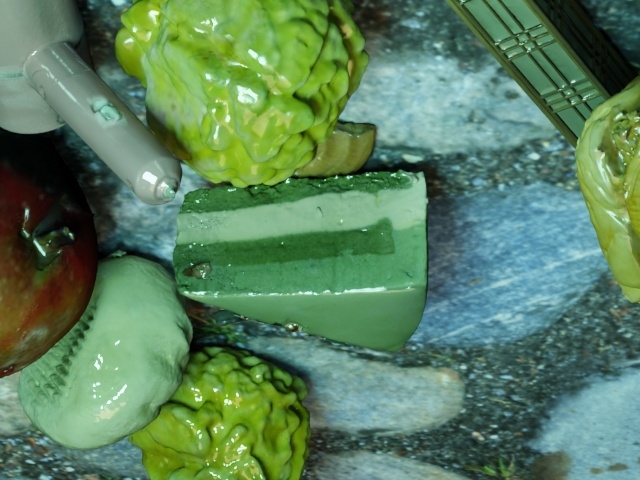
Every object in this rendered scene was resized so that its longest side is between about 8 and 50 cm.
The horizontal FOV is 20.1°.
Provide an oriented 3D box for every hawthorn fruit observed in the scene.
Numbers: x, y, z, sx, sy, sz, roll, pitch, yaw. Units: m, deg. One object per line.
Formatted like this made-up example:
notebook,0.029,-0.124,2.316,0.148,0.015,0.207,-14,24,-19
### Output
hawthorn fruit,-0.389,0.005,2.006,0.316,0.316,0.316,4,142,3

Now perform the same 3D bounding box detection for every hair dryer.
hair dryer,-0.237,-0.159,1.761,0.125,0.352,0.210,-33,144,-20

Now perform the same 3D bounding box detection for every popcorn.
popcorn,-0.074,-0.183,1.770,0.212,0.259,0.259,-18,154,-33
popcorn,-0.127,0.258,2.331,0.249,0.225,0.249,2,147,2

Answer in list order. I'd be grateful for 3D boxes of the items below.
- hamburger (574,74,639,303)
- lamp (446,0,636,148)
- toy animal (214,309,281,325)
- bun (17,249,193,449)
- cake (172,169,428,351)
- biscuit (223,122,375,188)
hamburger,0.396,-0.081,1.798,0.158,0.319,0.318,20,162,51
lamp,0.233,-0.193,1.822,0.089,0.090,0.325,-20,134,30
toy animal,-0.021,0.067,2.183,0.232,0.084,0.148,-18,150,22
bun,-0.250,0.144,2.198,0.160,0.259,0.259,24,139,-29
cake,-0.006,0.000,2.001,0.283,0.158,0.172,13,148,-19
biscuit,-0.057,-0.097,2.025,0.224,0.033,0.144,9,141,-3
